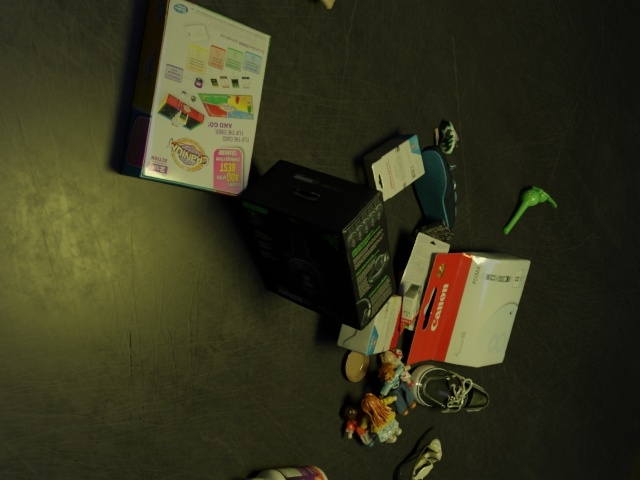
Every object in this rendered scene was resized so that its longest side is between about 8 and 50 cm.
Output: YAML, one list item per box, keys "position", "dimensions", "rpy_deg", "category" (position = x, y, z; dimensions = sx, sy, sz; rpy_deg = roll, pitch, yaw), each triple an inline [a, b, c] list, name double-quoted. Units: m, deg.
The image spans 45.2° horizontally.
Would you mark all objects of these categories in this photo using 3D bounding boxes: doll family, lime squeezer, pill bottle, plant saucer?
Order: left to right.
- position: [-0.080, 0.539, 1.634]
  dimensions: [0.193, 0.108, 0.108]
  rpy_deg: [12, 87, -46]
  category: "pill bottle"
- position: [0.083, 0.294, 1.834]
  dimensions: [0.083, 0.015, 0.083]
  rpy_deg: [-8, 101, -45]
  category: "plant saucer"
- position: [0.163, 0.377, 1.853]
  dimensions: [0.263, 0.118, 0.163]
  rpy_deg: [-51, 129, -27]
  category: "doll family"
- position: [0.657, -0.111, 2.343]
  dimensions: [0.310, 0.059, 0.110]
  rpy_deg: [-23, 112, -43]
  category: "lime squeezer"

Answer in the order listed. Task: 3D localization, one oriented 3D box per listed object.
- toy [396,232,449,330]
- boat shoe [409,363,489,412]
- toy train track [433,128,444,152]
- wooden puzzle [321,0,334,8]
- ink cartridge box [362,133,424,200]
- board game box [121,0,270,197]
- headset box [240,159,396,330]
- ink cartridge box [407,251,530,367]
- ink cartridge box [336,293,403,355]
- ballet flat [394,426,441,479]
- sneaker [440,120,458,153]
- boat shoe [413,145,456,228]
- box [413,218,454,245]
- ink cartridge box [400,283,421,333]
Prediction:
- position: [0.231, 0.103, 1.929]
  dimensions: [0.137, 0.056, 0.237]
  rpy_deg: [19, 88, -45]
  category: "toy"
- position: [0.351, 0.410, 2.066]
  dimensions: [0.306, 0.105, 0.113]
  rpy_deg: [30, 75, -45]
  category: "boat shoe"
- position: [0.298, -0.246, 1.978]
  dimensions: [0.048, 0.014, 0.083]
  rpy_deg: [-9, 95, -45]
  category: "toy train track"
- position: [-0.032, -0.689, 1.526]
  dimensions: [0.348, 0.080, 0.322]
  rpy_deg: [37, 70, -48]
  category: "wooden puzzle"
- position: [0.163, -0.170, 1.813]
  dimensions: [0.180, 0.060, 0.104]
  rpy_deg: [-35, 120, -38]
  category: "ink cartridge box"
- position: [-0.220, -0.252, 1.398]
  dimensions: [0.242, 0.064, 0.316]
  rpy_deg: [10, 89, -47]
  category: "board game box"
- position: [0.000, 0.000, 1.491]
  dimensions: [0.131, 0.246, 0.283]
  rpy_deg: [-46, 142, -33]
  category: "headset box"
- position: [0.402, 0.187, 2.051]
  dimensions: [0.385, 0.091, 0.308]
  rpy_deg: [1, 106, -50]
  category: "ink cartridge box"
- position: [0.126, 0.184, 1.779]
  dimensions: [0.231, 0.078, 0.134]
  rpy_deg: [10, 94, -68]
  category: "ink cartridge box"
- position: [0.278, 0.578, 2.042]
  dimensions: [0.203, 0.074, 0.074]
  rpy_deg: [-38, 122, -36]
  category: "ballet flat"
- position: [0.339, -0.254, 1.988]
  dimensions: [0.069, 0.038, 0.098]
  rpy_deg: [41, 47, -48]
  category: "sneaker"
- position: [0.291, -0.136, 1.942]
  dimensions: [0.089, 0.109, 0.258]
  rpy_deg: [-51, 145, -38]
  category: "boat shoe"
- position: [0.287, -0.015, 1.952]
  dimensions: [0.067, 0.083, 0.018]
  rpy_deg: [45, 32, -39]
  category: "box"
- position: [0.217, 0.168, 1.846]
  dimensions: [0.063, 0.029, 0.115]
  rpy_deg: [-48, 146, -53]
  category: "ink cartridge box"
